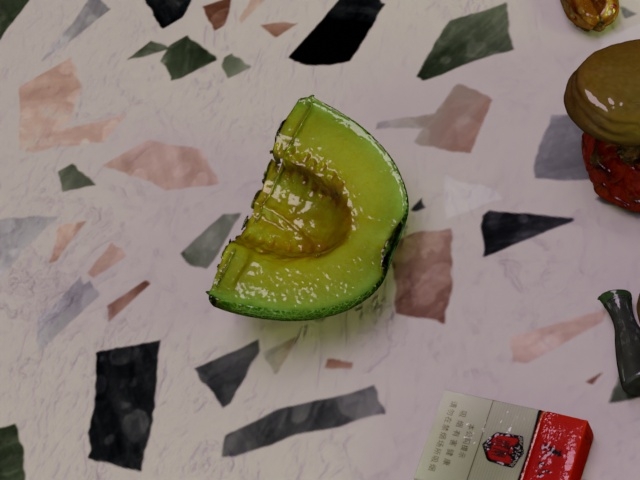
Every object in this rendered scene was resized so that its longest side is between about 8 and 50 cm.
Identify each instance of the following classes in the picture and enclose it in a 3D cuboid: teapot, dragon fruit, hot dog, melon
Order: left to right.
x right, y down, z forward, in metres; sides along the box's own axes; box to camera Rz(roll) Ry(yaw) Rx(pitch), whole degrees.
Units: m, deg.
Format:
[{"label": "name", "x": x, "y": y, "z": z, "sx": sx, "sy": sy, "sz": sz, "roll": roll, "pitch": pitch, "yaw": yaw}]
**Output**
[{"label": "melon", "x": 0.000, "y": 0.000, "z": 1.602, "sx": 0.169, "sy": 0.129, "sz": 0.265, "roll": 21, "pitch": 65, "yaw": 7}, {"label": "hot dog", "x": 0.300, "y": -0.295, "z": 1.699, "sx": 0.062, "sy": 0.038, "sz": 0.144, "roll": -25, "pitch": 52, "yaw": 10}, {"label": "dragon fruit", "x": 0.313, "y": -0.090, "z": 1.528, "sx": 0.083, "sy": 0.106, "sz": 0.162, "roll": -38, "pitch": 57, "yaw": -2}, {"label": "teapot", "x": 0.305, "y": 0.096, "z": 1.458, "sx": 0.042, "sy": 0.043, "sz": 0.111, "roll": -19, "pitch": 53, "yaw": 11}]

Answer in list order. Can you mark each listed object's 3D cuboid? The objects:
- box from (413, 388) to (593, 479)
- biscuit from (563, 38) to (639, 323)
[{"label": "box", "x": 0.178, "y": 0.211, "z": 1.437, "sx": 0.152, "sy": 0.048, "sz": 0.100, "roll": 9, "pitch": 66, "yaw": 29}, {"label": "biscuit", "x": 0.429, "y": -0.061, "z": 1.401, "sx": 0.368, "sy": 0.076, "sz": 0.394, "roll": 2, "pitch": 58, "yaw": -5}]
